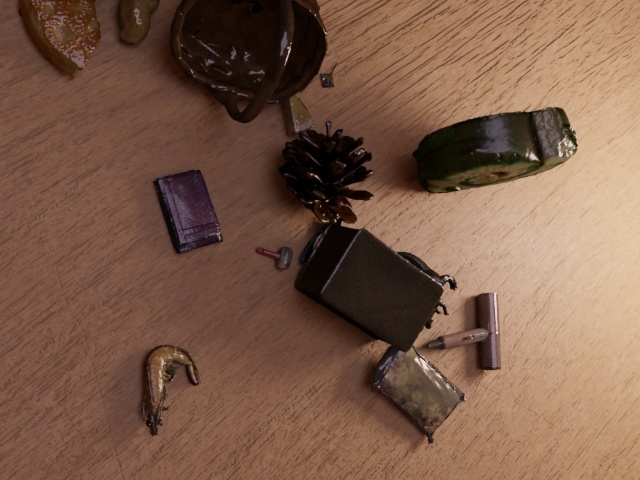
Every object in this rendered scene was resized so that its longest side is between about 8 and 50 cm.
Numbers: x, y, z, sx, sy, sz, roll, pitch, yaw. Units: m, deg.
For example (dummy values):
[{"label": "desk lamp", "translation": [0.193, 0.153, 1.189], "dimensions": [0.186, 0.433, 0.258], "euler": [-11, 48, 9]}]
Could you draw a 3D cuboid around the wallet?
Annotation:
[{"label": "wallet", "translation": [-0.273, -0.063, 1.683], "dimensions": [0.111, 0.030, 0.166], "euler": [-18, 90, -32]}]

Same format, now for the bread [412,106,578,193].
[{"label": "bread", "translation": [0.421, -0.210, 1.928], "dimensions": [0.366, 0.381, 0.129], "euler": [0, 76, -58]}]

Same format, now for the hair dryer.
[{"label": "hair dryer", "translation": [0.352, 0.222, 2.006], "dimensions": [0.220, 0.053, 0.195], "euler": [6, 77, -23]}]

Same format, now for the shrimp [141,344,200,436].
[{"label": "shrimp", "translation": [-0.297, 0.298, 1.602], "dimensions": [0.124, 0.034, 0.178], "euler": [7, 72, -37]}]

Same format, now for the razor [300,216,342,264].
[{"label": "razor", "translation": [-0.003, -0.003, 1.840], "dimensions": [0.028, 0.044, 0.154], "euler": [37, 63, 13]}]

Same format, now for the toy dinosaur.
[{"label": "toy dinosaur", "translation": [0.234, 0.121, 1.923], "dimensions": [0.178, 0.087, 0.187], "euler": [11, 74, -31]}]

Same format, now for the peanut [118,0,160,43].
[{"label": "peanut", "translation": [-0.377, -0.493, 1.678], "dimensions": [0.080, 0.080, 0.175], "euler": [15, 77, -28]}]

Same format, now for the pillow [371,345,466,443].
[{"label": "pillow", "translation": [0.223, 0.346, 1.885], "dimensions": [0.255, 0.059, 0.169], "euler": [47, 67, -23]}]

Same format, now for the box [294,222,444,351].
[{"label": "box", "translation": [0.110, 0.101, 1.795], "dimensions": [0.273, 0.143, 0.184], "euler": [34, 81, -23]}]

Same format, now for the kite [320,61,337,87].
[{"label": "kite", "translation": [0.018, -0.401, 1.941], "dimensions": [0.044, 0.002, 0.078], "euler": [15, 75, -28]}]

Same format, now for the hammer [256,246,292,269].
[{"label": "hammer", "translation": [-0.103, 0.031, 1.773], "dimensions": [0.083, 0.031, 0.053], "euler": [18, 69, -16]}]

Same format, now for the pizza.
[{"label": "pizza", "translation": [-0.506, -0.434, 1.601], "dimensions": [0.182, 0.062, 0.161], "euler": [44, 69, -11]}]

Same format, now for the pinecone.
[{"label": "pinecone", "translation": [0.020, -0.154, 1.781], "dimensions": [0.228, 0.202, 0.201], "euler": [28, 97, -23]}]

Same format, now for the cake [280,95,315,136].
[{"label": "cake", "translation": [-0.068, -0.300, 1.841], "dimensions": [0.065, 0.052, 0.121], "euler": [-36, 99, -27]}]

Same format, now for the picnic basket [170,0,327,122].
[{"label": "picnic basket", "translation": [-0.137, -0.388, 1.648], "dimensions": [0.337, 0.293, 0.337], "euler": [23, 35, -17]}]
